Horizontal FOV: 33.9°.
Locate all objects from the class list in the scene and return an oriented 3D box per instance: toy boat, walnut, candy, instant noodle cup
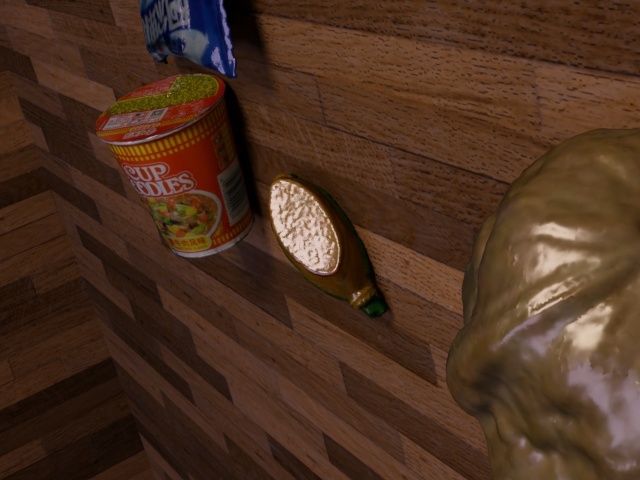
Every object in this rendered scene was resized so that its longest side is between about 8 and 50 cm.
[{"bbox_3d":[0.000,0.000,1.281,0.229,0.089,0.088,56,-168,21],"label":"toy boat"},{"bbox_3d":[0.212,0.064,0.677,0.282,0.253,0.277,55,156,15],"label":"walnut"},{"bbox_3d":[-0.180,-0.303,1.346,0.331,0.077,0.187,24,132,59],"label":"candy"},{"bbox_3d":[-0.184,-0.097,1.456,0.193,0.193,0.212,31,147,52],"label":"instant noodle cup"}]
